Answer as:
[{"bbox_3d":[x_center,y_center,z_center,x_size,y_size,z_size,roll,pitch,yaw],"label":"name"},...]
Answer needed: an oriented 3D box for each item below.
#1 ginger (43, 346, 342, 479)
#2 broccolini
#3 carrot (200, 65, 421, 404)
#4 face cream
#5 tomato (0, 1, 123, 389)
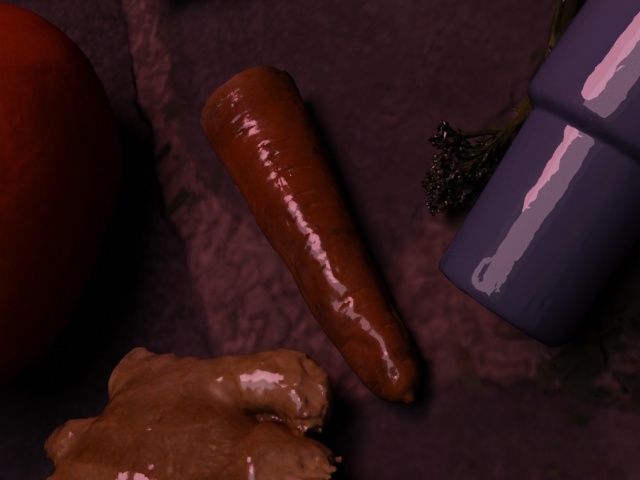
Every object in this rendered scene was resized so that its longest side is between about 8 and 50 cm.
[{"bbox_3d":[-0.072,0.156,0.578,0.157,0.102,0.216,6,69,9],"label":"ginger"},{"bbox_3d":[0.108,-0.097,0.592,0.052,0.054,0.194,25,81,8],"label":"broccolini"},{"bbox_3d":[0.000,0.000,0.617,0.061,0.061,0.209,-38,59,18],"label":"carrot"},{"bbox_3d":[0.181,-0.129,0.506,0.086,0.135,0.385,32,96,0],"label":"face cream"},{"bbox_3d":[-0.234,-0.023,0.706,0.260,0.180,0.259,-15,62,31],"label":"tomato"}]
